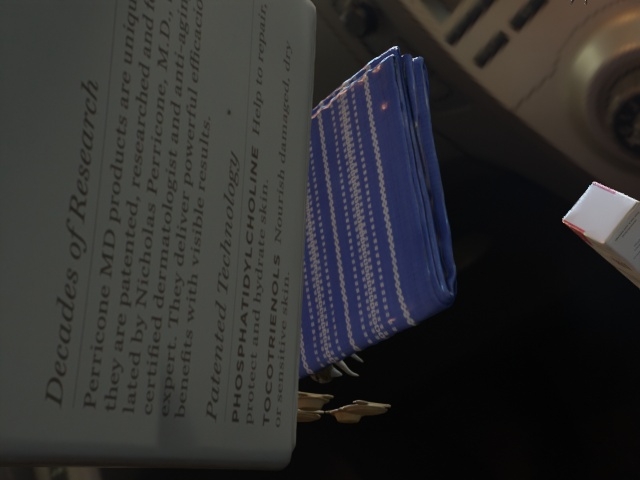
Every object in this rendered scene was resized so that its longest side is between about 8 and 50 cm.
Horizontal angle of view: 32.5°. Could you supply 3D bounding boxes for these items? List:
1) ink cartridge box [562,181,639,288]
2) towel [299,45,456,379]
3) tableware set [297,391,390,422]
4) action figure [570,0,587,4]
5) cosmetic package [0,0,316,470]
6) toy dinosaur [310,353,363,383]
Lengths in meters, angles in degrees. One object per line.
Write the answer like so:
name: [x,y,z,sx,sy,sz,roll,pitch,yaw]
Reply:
ink cartridge box: [0.576,0.016,1.964,0.100,0.237,0.172,-51,20,4]
towel: [0.000,0.000,1.022,0.336,0.040,0.243,-33,58,48]
tableware set: [0.016,0.247,1.607,0.168,0.141,0.020,130,143,-66]
action figure: [0.445,-0.500,1.693,0.099,0.185,0.285,-92,20,-69]
cosmetic package: [-0.229,-0.042,0.625,0.329,0.394,0.327,-1,79,24]
toy dinosaur: [-0.083,0.085,1.373,0.160,0.313,0.121,-14,59,24]
